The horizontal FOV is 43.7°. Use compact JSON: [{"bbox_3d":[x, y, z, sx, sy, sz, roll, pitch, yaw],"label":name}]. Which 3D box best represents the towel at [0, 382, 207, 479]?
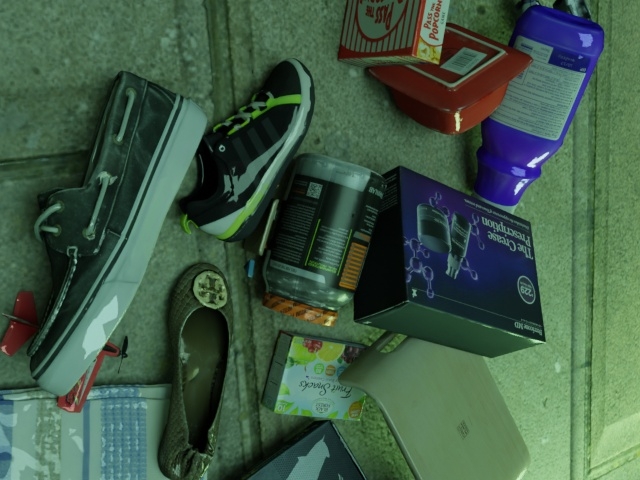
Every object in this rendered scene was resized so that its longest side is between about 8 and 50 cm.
[{"bbox_3d":[-0.248,0.257,0.847,0.285,0.034,0.209,5,76,-35],"label":"towel"}]

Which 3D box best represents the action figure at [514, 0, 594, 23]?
[{"bbox_3d":[0.297,-0.399,1.073,0.099,0.185,0.285,-72,145,-62],"label":"action figure"}]

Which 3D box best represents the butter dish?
[{"bbox_3d":[0.167,-0.192,1.038,0.160,0.160,0.118,-35,139,-25],"label":"butter dish"}]

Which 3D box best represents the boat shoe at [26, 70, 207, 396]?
[{"bbox_3d":[-0.230,-0.016,0.803,0.119,0.121,0.335,28,66,-22],"label":"boat shoe"}]

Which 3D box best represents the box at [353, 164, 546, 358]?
[{"bbox_3d":[0.168,0.036,1.046,0.261,0.103,0.184,18,62,-35],"label":"box"}]

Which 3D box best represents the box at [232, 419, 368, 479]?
[{"bbox_3d":[-0.038,0.363,0.994,0.233,0.059,0.183,-30,90,-27],"label":"box"}]

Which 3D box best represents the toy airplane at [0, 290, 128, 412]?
[{"bbox_3d":[-0.269,0.103,0.840,0.151,0.028,0.151,7,79,-42],"label":"toy airplane"}]

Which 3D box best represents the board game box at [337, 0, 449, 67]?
[{"bbox_3d":[0.094,-0.307,0.948,0.045,0.147,0.193,7,94,-35],"label":"board game box"}]

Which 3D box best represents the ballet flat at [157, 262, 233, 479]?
[{"bbox_3d":[-0.135,0.146,0.895,0.084,0.058,0.250,16,72,-31],"label":"ballet flat"}]

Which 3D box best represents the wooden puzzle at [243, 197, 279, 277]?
[{"bbox_3d":[-0.068,-0.019,0.934,0.014,0.078,0.116,18,96,-21],"label":"wooden puzzle"}]

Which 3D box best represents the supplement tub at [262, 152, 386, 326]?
[{"bbox_3d":[0.000,0.000,0.957,0.117,0.117,0.190,19,88,-35],"label":"supplement tub"}]

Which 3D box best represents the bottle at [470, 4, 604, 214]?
[{"bbox_3d":[0.281,-0.168,1.086,0.092,0.118,0.283,-48,157,-59],"label":"bottle"}]

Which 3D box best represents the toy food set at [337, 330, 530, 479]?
[{"bbox_3d":[0.156,0.260,1.077,0.220,0.092,0.306,-34,99,-45],"label":"toy food set"}]

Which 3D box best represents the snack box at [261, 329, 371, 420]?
[{"bbox_3d":[0.000,0.177,1.037,0.141,0.037,0.100,14,91,-36],"label":"snack box"}]

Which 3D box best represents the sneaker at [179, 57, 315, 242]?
[{"bbox_3d":[-0.087,-0.109,0.898,0.097,0.084,0.234,26,83,-34],"label":"sneaker"}]
